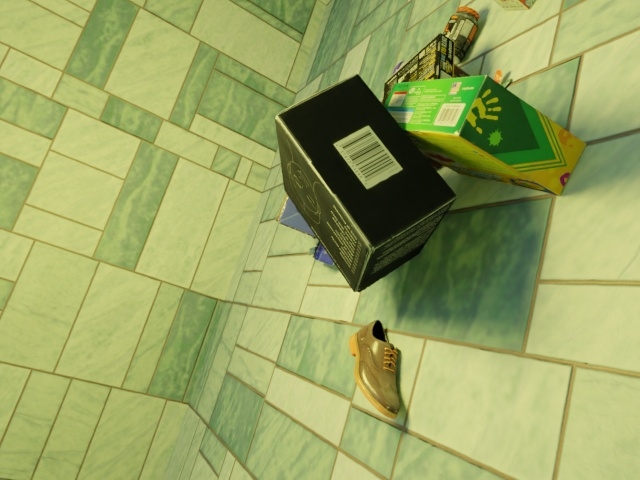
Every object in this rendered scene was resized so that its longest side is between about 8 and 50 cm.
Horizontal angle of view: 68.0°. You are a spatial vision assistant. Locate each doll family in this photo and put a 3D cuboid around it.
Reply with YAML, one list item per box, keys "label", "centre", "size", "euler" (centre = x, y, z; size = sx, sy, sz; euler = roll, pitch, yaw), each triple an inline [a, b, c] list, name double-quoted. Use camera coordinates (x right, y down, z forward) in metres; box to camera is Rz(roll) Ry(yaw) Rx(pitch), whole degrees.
- label: "doll family"
  centre: [0.000, 0.000, 2.326]
  size: [0.111, 0.076, 0.192]
  euler: [-12, 63, 56]

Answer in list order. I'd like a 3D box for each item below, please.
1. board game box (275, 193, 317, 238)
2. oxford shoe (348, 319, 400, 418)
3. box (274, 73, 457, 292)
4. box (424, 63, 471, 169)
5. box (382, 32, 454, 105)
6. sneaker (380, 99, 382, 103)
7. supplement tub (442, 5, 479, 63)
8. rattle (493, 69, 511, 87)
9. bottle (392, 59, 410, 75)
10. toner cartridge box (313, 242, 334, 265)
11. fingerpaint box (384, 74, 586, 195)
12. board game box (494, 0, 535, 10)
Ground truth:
- label: "board game box"
  centre: [-0.066, -0.107, 2.117]
  size: [0.291, 0.232, 0.141]
  euler: [-148, 80, -83]
- label: "oxford shoe"
  centre: [0.189, 0.399, 1.527]
  size: [0.132, 0.130, 0.363]
  euler: [-49, 30, 19]
- label: "box"
  centre: [0.111, -0.149, 1.481]
  size: [0.298, 0.479, 0.471]
  euler: [-31, -16, -13]
- label: "box"
  centre: [0.411, -0.464, 1.805]
  size: [0.191, 0.143, 0.381]
  euler: [16, 81, 65]
- label: "box"
  centre: [0.351, -0.566, 1.759]
  size: [0.322, 0.079, 0.257]
  euler: [-31, 44, 52]
- label: "sneaker"
  centre: [0.267, -0.615, 2.270]
  size: [0.262, 0.104, 0.125]
  euler: [-38, 35, 47]
- label: "supplement tub"
  centre: [0.538, -0.803, 1.860]
  size: [0.190, 0.117, 0.117]
  euler: [-65, 24, 4]
- label: "rattle"
  centre: [0.563, -0.460, 1.618]
  size: [0.130, 0.142, 0.199]
  euler: [18, 67, 34]
- label: "bottle"
  centre: [0.419, -0.732, 2.072]
  size: [0.118, 0.092, 0.283]
  euler: [-66, 24, 5]
- label: "toner cartridge box"
  centre: [0.075, -0.060, 2.165]
  size: [0.165, 0.075, 0.347]
  euler: [-172, 104, -83]
- label: "fingerpaint box"
  centre: [0.427, -0.303, 1.345]
  size: [0.163, 0.371, 0.445]
  euler: [-65, 24, 6]
- label: "board game box"
  centre: [0.616, -0.924, 1.611]
  size: [0.142, 0.275, 0.144]
  euler: [-61, 25, 14]
